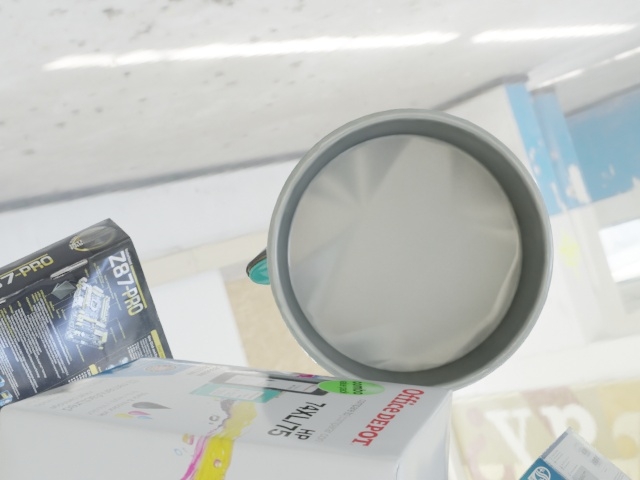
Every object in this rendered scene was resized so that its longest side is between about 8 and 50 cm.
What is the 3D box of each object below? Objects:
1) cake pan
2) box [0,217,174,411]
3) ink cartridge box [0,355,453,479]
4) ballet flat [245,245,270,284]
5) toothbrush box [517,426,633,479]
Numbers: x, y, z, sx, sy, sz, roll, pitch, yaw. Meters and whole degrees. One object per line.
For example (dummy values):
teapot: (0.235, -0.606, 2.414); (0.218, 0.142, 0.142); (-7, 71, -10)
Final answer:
cake pan: (0.090, 0.013, 0.931); (0.293, 0.293, 0.054); (-17, 180, -4)
box: (-0.373, 0.207, 1.311); (0.318, 0.395, 0.097); (-27, -145, -21)
ink cartridge box: (-0.056, 0.206, 0.640); (0.270, 0.197, 0.198); (4, -176, 17)
ballet flat: (0.000, 0.000, 1.157); (0.203, 0.074, 0.074); (-18, 177, 6)
toothbrush box: (0.282, 0.422, 1.244); (0.296, 0.126, 0.216); (-56, 159, 15)
